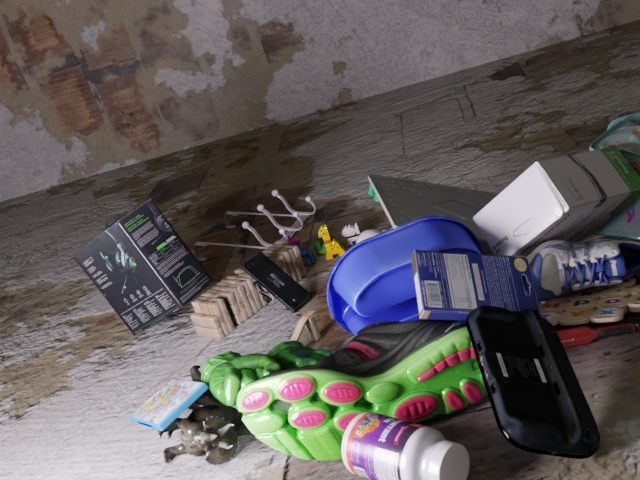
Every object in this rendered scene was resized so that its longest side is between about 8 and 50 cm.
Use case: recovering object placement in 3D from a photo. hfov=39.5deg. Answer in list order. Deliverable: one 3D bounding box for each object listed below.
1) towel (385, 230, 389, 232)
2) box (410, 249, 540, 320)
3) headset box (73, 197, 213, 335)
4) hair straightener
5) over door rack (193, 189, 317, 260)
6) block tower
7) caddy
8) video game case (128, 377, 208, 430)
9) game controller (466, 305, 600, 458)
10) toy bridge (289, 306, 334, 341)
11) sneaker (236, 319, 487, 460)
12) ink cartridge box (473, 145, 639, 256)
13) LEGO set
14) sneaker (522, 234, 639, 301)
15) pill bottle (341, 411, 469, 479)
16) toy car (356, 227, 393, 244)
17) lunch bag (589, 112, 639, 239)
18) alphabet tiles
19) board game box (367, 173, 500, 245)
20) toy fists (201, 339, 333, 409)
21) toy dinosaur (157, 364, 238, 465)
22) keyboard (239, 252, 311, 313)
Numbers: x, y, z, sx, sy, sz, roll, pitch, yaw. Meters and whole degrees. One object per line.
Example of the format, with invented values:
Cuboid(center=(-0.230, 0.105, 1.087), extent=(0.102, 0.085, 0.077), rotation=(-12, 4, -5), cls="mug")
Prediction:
Cuboid(center=(0.197, 0.010, 2.278), extent=(0.110, 0.027, 0.148), rotation=(-7, 25, 25), cls="towel")
Cuboid(center=(0.287, 0.086, 1.655), extent=(0.226, 0.036, 0.136), rotation=(3, 54, -10), cls="box")
Cuboid(center=(-0.454, 0.063, 2.237), extent=(0.246, 0.283, 0.131), rotation=(-31, 9, 44), cls="headset box")
Cuboid(center=(0.515, 0.150, 1.667), extent=(0.231, 0.047, 0.089), rotation=(-15, 22, 10), cls="hair straightener")
Cuboid(center=(-0.201, -0.052, 2.633), extent=(0.325, 0.108, 0.239), rotation=(-7, 24, 26), cls="over door rack")
Cuboid(center=(-0.174, 0.118, 2.235), extent=(0.097, 0.090, 0.335), rotation=(5, 32, 43), cls="block tower")
Cuboid(center=(0.185, 0.093, 1.815), extent=(0.342, 0.241, 0.179), rotation=(-20, 28, -5), cls="caddy")
Cuboid(center=(-0.293, 0.311, 1.705), extent=(0.119, 0.015, 0.166), rotation=(-41, 17, -27), cls="video game case")
Cuboid(center=(0.343, 0.224, 1.469), extent=(0.167, 0.067, 0.319), rotation=(4, 36, -8), cls="game controller")
Cuboid(center=(-0.021, 0.192, 1.974), extent=(0.026, 0.063, 0.188), rotation=(2, 29, 41), cls="toy bridge")
Cuboid(center=(0.087, 0.260, 1.620), extent=(0.483, 0.185, 0.202), rotation=(-12, 14, -9), cls="sneaker")
Cuboid(center=(0.488, -0.074, 1.817), extent=(0.289, 0.121, 0.211), rotation=(-12, -25, -41), cls="ink cartridge box")
Cuboid(center=(0.000, 0.000, 2.368), extent=(0.227, 0.093, 0.087), rotation=(-14, 23, 10), cls="LEGO set")
Cuboid(center=(0.523, 0.045, 1.739), extent=(0.297, 0.111, 0.131), rotation=(-18, 11, -30), cls="sneaker")
Cuboid(center=(0.137, 0.345, 1.429), extent=(0.194, 0.108, 0.108), rotation=(5, 32, 44), cls="pill bottle")
Cuboid(center=(0.170, 0.054, 2.076), extent=(0.182, 0.159, 0.136), rotation=(-7, -10, 28), cls="toy car")
Cuboid(center=(0.713, -0.156, 1.994), extent=(0.160, 0.223, 0.262), rotation=(10, 35, 37), cls="lunch bag")
Cuboid(center=(0.506, 0.121, 1.708), extent=(0.284, 0.021, 0.278), rotation=(-8, 10, 25), cls="alphabet tiles")
Cuboid(center=(0.323, -0.049, 2.063), extent=(0.390, 0.050, 0.390), rotation=(8, 20, -9), cls="board game box")
Cuboid(center=(-0.088, 0.261, 1.735), extent=(0.279, 0.096, 0.142), rotation=(-5, 24, -41), cls="toy fists")
Cuboid(center=(-0.226, 0.352, 1.739), extent=(0.161, 0.120, 0.313), rotation=(-5, 18, 2), cls="toy dinosaur")
Cuboid(center=(-0.118, 0.108, 2.163), extent=(0.180, 0.023, 0.108), rotation=(39, 44, 16), cls="keyboard")
